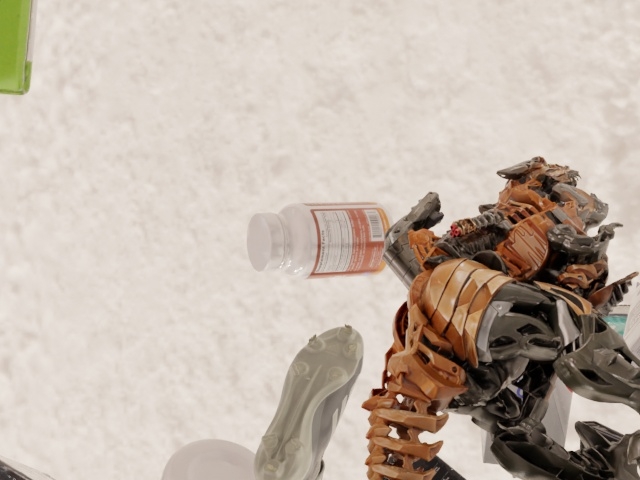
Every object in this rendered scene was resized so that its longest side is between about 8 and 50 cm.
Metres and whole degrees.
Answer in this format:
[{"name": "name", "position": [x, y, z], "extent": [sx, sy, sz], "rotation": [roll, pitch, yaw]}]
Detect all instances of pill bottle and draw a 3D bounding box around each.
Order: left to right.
[{"name": "pill bottle", "position": [-0.156, 0.390, 1.282], "extent": [0.146, 0.146, 0.264], "rotation": [53, 135, 40]}, {"name": "pill bottle", "position": [0.000, 0.000, 1.574], "extent": [0.121, 0.216, 0.121], "rotation": [7, 98, 63]}]

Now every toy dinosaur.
[{"name": "toy dinosaur", "position": [0.116, 0.073, 0.618], "extent": [0.218, 0.322, 0.164], "rotation": [34, 158, 10]}]

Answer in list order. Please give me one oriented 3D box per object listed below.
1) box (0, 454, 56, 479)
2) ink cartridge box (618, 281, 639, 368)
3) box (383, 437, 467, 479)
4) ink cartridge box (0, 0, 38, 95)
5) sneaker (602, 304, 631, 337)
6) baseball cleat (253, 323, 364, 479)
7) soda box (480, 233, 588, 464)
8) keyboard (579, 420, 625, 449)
[{"name": "box", "position": [-0.133, 0.308, 0.682], "extent": [0.179, 0.312, 0.343], "rotation": [-58, -1, -18]}, {"name": "ink cartridge box", "position": [0.494, 0.130, 1.340], "extent": [0.165, 0.332, 0.065], "rotation": [34, 114, 8]}, {"name": "box", "position": [0.156, 0.527, 1.906], "extent": [0.184, 0.103, 0.261], "rotation": [39, 79, 10]}, {"name": "ink cartridge box", "position": [-0.178, -0.217, 0.454], "extent": [0.189, 0.097, 0.255], "rotation": [-130, 46, -58]}, {"name": "sneaker", "position": [0.549, 0.170, 1.644], "extent": [0.275, 0.107, 0.110], "rotation": [10, 81, 47]}, {"name": "baseball cleat", "position": [-0.011, 0.186, 1.042], "extent": [0.072, 0.206, 0.109], "rotation": [17, 142, 23]}, {"name": "soda box", "position": [0.252, 0.124, 1.183], "extent": [0.091, 0.098, 0.286], "rotation": [-68, -17, -71]}, {"name": "keyboard", "position": [0.304, 0.289, 1.093], "extent": [0.108, 0.023, 0.180], "rotation": [-165, 75, -65]}]
